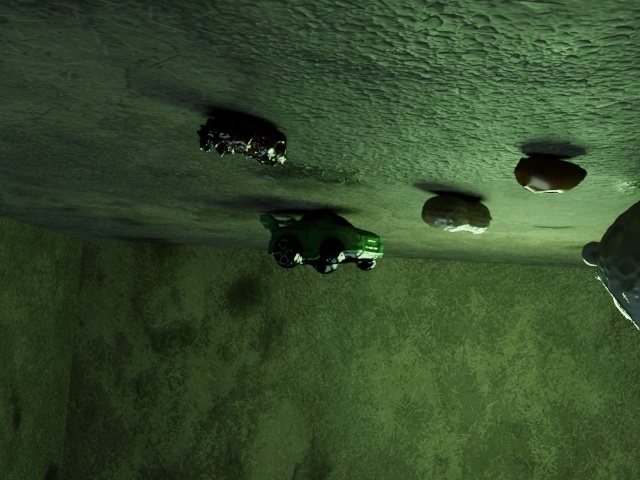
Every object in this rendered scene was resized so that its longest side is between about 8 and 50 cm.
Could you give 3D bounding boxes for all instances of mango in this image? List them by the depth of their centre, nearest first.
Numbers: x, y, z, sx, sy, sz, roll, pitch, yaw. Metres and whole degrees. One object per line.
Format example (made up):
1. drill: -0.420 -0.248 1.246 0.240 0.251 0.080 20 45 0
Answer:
1. mango: 0.407 -0.115 1.427 0.127 0.063 0.077 5 167 -4

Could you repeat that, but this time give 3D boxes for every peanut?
1. peanut: 0.333 -0.061 1.907 0.227 0.086 0.104 6 -177 -39

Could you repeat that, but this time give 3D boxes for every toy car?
1. toy car: 0.000 0.000 2.327 0.358 0.177 0.213 -6 170 38

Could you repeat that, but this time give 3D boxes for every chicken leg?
1. chicken leg: -0.119 -0.160 1.314 0.105 0.063 0.233 5 177 38

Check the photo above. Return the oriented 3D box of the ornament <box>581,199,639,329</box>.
1. ornament: 0.741 0.055 1.631 0.337 0.337 0.337 4 174 0
